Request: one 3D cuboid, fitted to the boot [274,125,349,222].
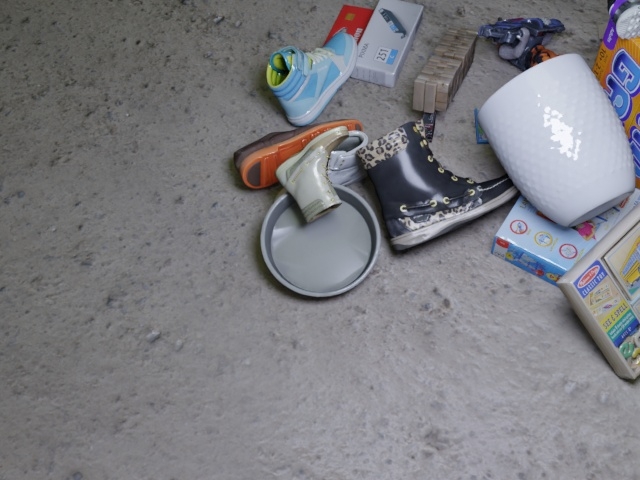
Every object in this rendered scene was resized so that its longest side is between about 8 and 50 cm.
[{"bbox_3d":[0.012,-0.159,1.696,0.213,0.077,0.165,-36,76,13],"label":"boot"}]

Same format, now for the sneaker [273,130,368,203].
[{"bbox_3d":[-0.002,-0.182,1.814,0.292,0.169,0.108,-32,64,-12],"label":"sneaker"}]

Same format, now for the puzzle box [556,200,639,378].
[{"bbox_3d":[0.740,0.075,1.579,0.409,0.052,0.272,-39,99,-18],"label":"puzzle box"}]

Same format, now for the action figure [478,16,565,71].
[{"bbox_3d":[0.566,-0.508,1.961,0.341,0.178,0.330,-10,50,-30],"label":"action figure"}]

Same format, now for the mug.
[{"bbox_3d":[0.595,-0.220,1.646,0.374,0.276,0.328,-14,71,-38],"label":"mug"}]

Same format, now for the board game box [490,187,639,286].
[{"bbox_3d":[0.625,-0.032,1.718,0.302,0.086,0.308,29,66,20],"label":"board game box"}]

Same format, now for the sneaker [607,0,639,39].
[{"bbox_3d":[0.792,-0.562,1.597,0.293,0.102,0.146,-12,56,-1],"label":"sneaker"}]

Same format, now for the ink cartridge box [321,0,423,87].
[{"bbox_3d":[0.142,-0.611,2.116,0.261,0.066,0.296,16,62,13],"label":"ink cartridge box"}]

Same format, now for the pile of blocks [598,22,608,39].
[{"bbox_3d":[0.987,-0.591,2.026,0.362,0.149,0.112,-5,102,12],"label":"pile of blocks"}]

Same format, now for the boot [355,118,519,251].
[{"bbox_3d":[0.293,-0.167,1.742,0.377,0.138,0.284,-26,88,-3],"label":"boot"}]

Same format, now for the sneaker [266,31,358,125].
[{"bbox_3d":[-0.026,-0.497,1.948,0.127,0.208,0.319,16,69,41],"label":"sneaker"}]

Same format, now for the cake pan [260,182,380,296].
[{"bbox_3d":[0.000,0.000,1.735,0.293,0.054,0.293,0,74,0],"label":"cake pan"}]

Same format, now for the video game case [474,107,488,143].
[{"bbox_3d":[0.512,-0.316,1.938,0.166,0.015,0.119,1,60,5],"label":"video game case"}]

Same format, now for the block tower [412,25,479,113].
[{"bbox_3d":[0.351,-0.476,1.957,0.091,0.097,0.335,17,47,18],"label":"block tower"}]

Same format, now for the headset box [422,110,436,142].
[{"bbox_3d":[0.294,-0.317,1.917,0.032,0.083,0.062,9,60,11],"label":"headset box"}]

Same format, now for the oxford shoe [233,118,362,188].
[{"bbox_3d":[-0.062,-0.264,1.896,0.364,0.130,0.133,-20,43,-16],"label":"oxford shoe"}]

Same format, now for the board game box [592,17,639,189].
[{"bbox_3d":[0.918,-0.361,1.731,0.356,0.356,0.356,-22,59,-8],"label":"board game box"}]
